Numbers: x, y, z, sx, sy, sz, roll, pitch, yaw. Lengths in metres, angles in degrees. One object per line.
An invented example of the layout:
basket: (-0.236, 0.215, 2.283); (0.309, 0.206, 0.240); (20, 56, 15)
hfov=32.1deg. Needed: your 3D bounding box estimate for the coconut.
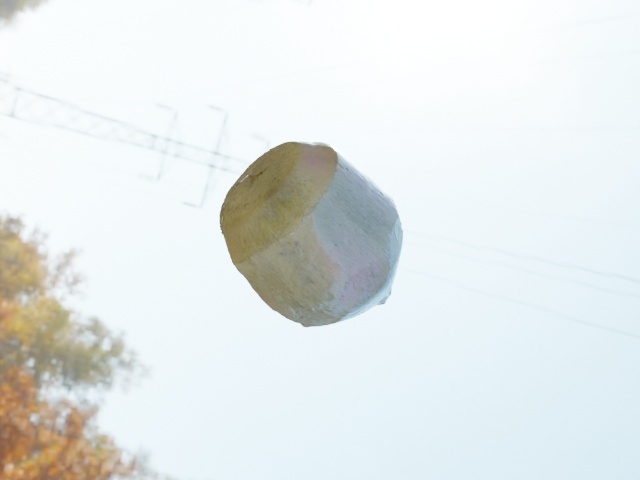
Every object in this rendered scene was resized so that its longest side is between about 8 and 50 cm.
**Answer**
coconut: (0.000, 0.000, 0.705); (0.110, 0.124, 0.110); (-34, -154, 20)
